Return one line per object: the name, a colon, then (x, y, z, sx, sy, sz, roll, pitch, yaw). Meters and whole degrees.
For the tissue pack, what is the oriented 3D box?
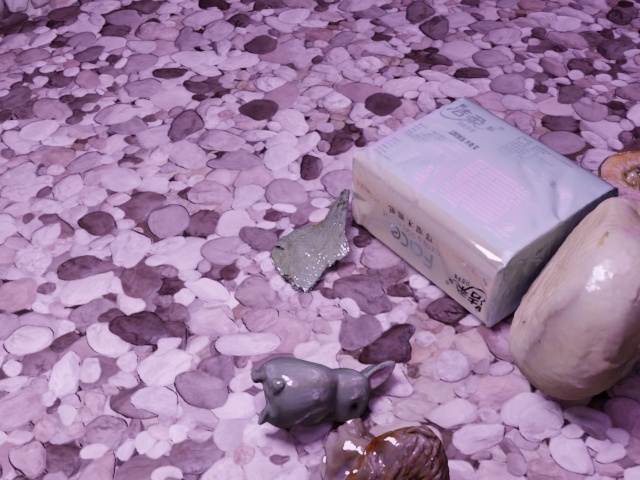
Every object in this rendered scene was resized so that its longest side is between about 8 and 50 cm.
tissue pack: (0.306, -0.071, 1.700, 0.332, 0.205, 0.405, -29, 49, -26)

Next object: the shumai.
shumai: (0.096, 0.377, 1.307, 0.184, 0.218, 0.185, -10, 5, -14)

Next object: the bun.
bun: (0.470, 0.103, 1.418, 0.213, 0.361, 0.361, 34, 51, 4)

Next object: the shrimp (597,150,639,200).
shrimp: (0.728, -0.141, 1.877, 0.251, 0.052, 0.143, -10, 54, 3)

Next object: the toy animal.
toy animal: (0.018, 0.250, 1.444, 0.251, 0.125, 0.127, -1, 14, -22)

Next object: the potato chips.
potato chips: (-0.003, -0.007, 1.742, 0.228, 0.059, 0.167, -40, 39, -12)
